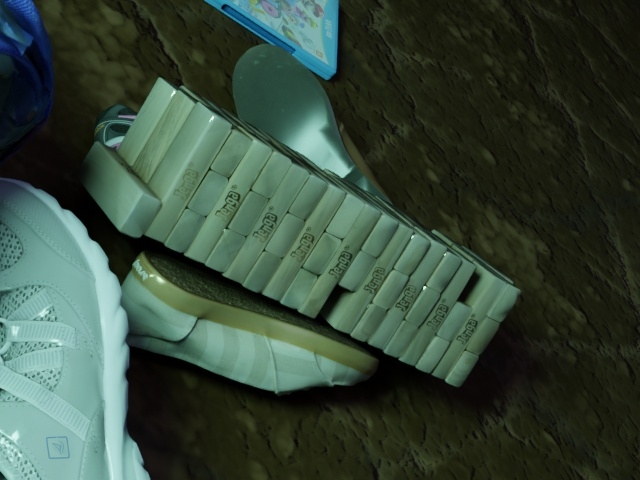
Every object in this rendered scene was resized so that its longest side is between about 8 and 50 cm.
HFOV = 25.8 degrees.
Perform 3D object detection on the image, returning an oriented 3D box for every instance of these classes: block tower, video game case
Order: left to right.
[{"bbox_3d":[-0.053,-0.226,1.275,0.166,0.015,0.119,31,37,-25],"label":"video game case"},{"bbox_3d":[0.000,0.000,0.983,0.335,0.097,0.091,26,9,-37],"label":"block tower"}]

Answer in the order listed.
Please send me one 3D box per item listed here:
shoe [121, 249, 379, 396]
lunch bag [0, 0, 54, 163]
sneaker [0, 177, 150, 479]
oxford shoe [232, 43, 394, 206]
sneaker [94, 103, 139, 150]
[{"bbox_3d":[-0.050,0.066,0.955,0.219,0.058,0.076,23,12,-39],"label":"shoe"},{"bbox_3d":[-0.326,-0.154,0.709,0.328,0.239,0.385,50,17,3],"label":"lunch bag"},{"bbox_3d":[-0.167,0.082,0.752,0.115,0.105,0.281,7,51,-45],"label":"sneaker"},{"bbox_3d":[-0.003,-0.065,1.137,0.212,0.076,0.076,58,7,13],"label":"oxford shoe"},{"bbox_3d":[-0.087,-0.058,1.019,0.178,0.072,0.077,22,35,-40],"label":"sneaker"}]
